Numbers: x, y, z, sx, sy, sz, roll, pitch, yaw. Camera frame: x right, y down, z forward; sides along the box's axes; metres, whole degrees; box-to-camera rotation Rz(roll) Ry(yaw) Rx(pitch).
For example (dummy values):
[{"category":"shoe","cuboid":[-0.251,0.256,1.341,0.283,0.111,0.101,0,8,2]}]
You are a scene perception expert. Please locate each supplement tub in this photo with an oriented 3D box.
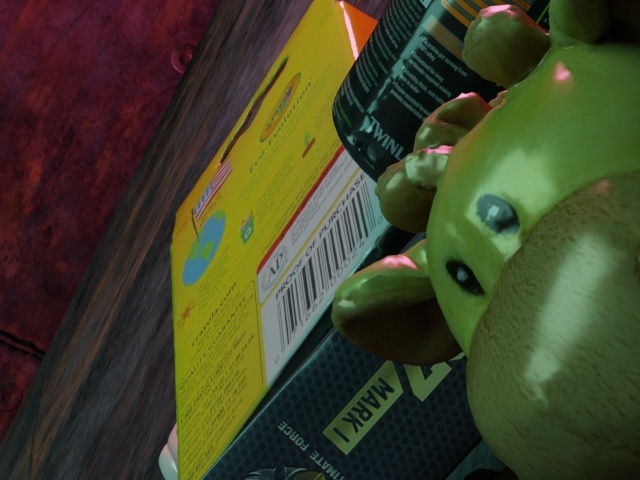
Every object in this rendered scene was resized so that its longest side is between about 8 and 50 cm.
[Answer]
[{"category":"supplement tub","cuboid":[0.096,-0.104,0.748,0.190,0.117,0.117,-57,14,26]}]

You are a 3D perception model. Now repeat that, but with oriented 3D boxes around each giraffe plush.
[{"category":"giraffe plush","cuboid":[0.100,0.017,0.358,0.181,0.170,0.210,-63,12,9]}]

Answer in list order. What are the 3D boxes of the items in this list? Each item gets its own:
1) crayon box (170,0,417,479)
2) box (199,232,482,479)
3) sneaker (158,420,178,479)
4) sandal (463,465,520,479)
[{"category":"crayon box","cuboid":[0.000,0.000,0.928,0.202,0.081,0.318,-54,22,23]},{"category":"box","cuboid":[0.046,0.032,0.588,0.183,0.059,0.233,-47,-5,-2]},{"category":"sneaker","cuboid":[-0.084,0.130,1.188,0.070,0.051,0.134,-52,21,28]},{"category":"sandal","cuboid":[0.075,0.110,0.567,0.240,0.088,0.079,-54,-17,14]}]
